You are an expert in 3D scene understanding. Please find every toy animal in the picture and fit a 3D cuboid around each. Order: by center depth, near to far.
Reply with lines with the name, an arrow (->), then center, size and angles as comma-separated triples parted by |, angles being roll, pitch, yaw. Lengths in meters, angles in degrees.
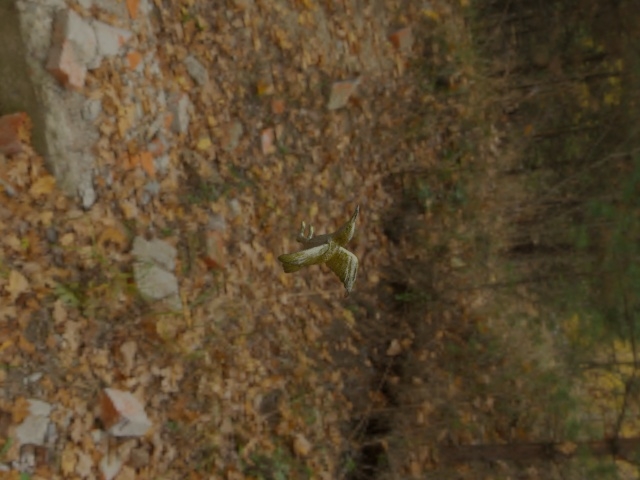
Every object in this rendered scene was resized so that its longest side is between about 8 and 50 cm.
toy animal -> 0.000, 0.000, 1.337 | 0.219, 0.095, 0.155 | 20, 95, -55
